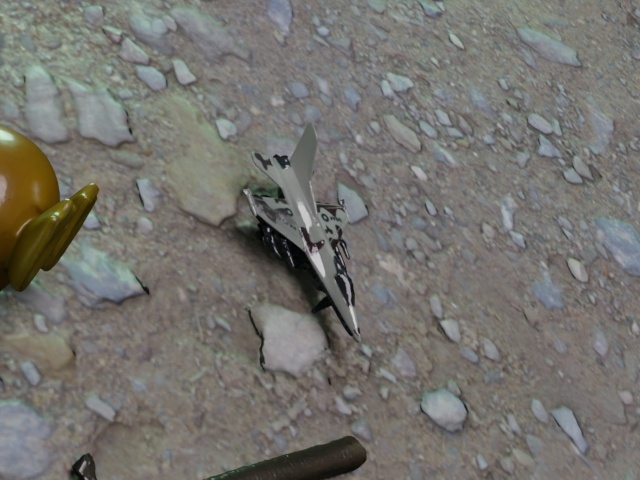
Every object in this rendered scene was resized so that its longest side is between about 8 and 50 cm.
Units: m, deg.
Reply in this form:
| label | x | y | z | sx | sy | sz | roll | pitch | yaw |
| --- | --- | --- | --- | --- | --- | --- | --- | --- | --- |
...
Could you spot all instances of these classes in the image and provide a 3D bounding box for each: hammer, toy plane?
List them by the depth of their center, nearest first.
| label | x | y | z | sx | sy | sz | roll | pitch | yaw |
| --- | --- | --- | --- | --- | --- | --- | --- | --- | --- |
| hammer | -0.071 | 0.212 | 1.117 | 0.297 | 0.027 | 0.125 | -8 | 62 | -45 |
| toy plane | -0.013 | 0.000 | 1.317 | 0.160 | 0.082 | 0.234 | 5 | 69 | -51 |

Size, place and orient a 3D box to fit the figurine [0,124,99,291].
| label | x | y | z | sx | sy | sz | roll | pitch | yaw |
| --- | --- | --- | --- | --- | --- | --- | --- | --- | --- |
| figurine | -0.308 | -0.050 | 1.024 | 0.228 | 0.215 | 0.215 | 56 | 39 | -5 |
